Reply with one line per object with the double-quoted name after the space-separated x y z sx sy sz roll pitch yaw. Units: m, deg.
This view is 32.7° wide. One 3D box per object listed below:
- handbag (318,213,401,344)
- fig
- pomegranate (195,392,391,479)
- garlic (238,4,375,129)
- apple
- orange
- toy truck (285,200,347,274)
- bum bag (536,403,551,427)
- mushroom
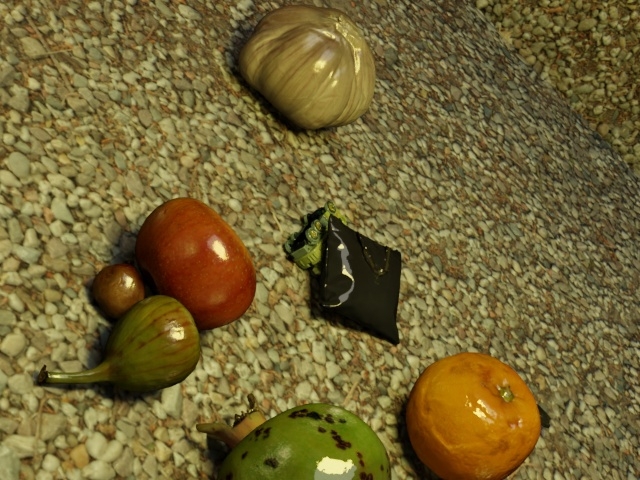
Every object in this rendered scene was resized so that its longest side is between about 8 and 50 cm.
0.090 0.078 2.241 0.254 0.088 0.211 29 55 -43 "handbag"
-0.308 0.185 1.726 0.259 0.151 0.151 -22 75 -44 "fig"
-0.041 0.363 1.726 0.290 0.291 0.323 -3 60 -47 "pomegranate"
-0.015 -0.396 2.450 0.317 0.259 0.317 32 35 -26 "garlic"
-0.223 0.046 1.892 0.173 0.210 0.235 -36 72 -19 "apple"
0.291 0.348 2.121 0.261 0.261 0.261 27 41 -27 "orange"
0.000 0.000 2.262 0.100 0.077 0.169 52 34 -13 "toy truck"
0.433 0.362 2.413 0.197 0.049 0.087 31 16 -23 "bum bag"
-0.339 0.069 1.853 0.088 0.073 0.130 3 43 -2 "mushroom"
